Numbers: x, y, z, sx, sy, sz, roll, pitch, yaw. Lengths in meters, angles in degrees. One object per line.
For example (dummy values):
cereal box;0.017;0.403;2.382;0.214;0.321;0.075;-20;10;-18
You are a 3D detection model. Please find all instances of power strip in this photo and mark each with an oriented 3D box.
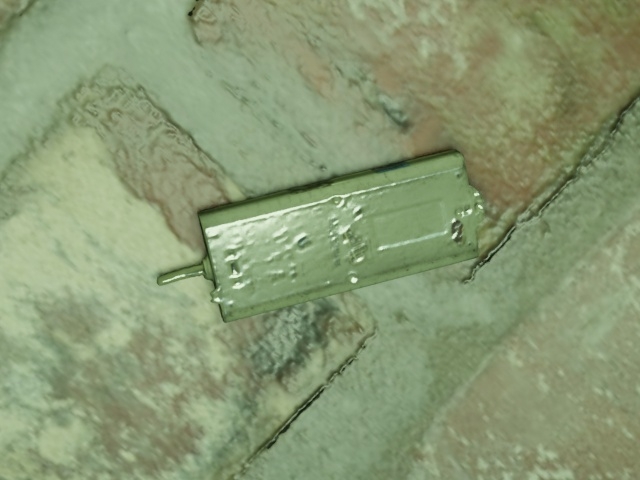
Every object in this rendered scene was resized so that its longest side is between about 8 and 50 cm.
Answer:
power strip;0.000;0.000;0.862;0.267;0.034;0.092;-14;107;-7
